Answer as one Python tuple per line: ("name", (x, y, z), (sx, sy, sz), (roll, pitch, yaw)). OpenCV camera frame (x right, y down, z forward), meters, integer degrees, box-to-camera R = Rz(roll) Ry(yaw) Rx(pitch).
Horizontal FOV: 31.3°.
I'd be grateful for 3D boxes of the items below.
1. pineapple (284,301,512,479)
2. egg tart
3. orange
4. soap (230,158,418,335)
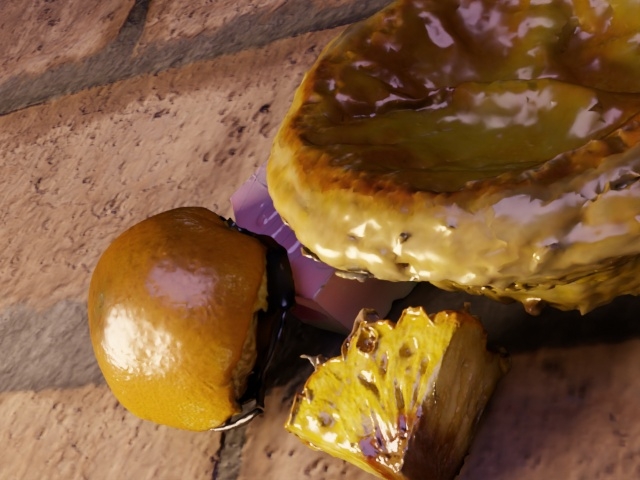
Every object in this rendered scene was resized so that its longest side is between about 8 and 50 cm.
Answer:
("pineapple", (0.044, 0.101, 0.655), (0.137, 0.069, 0.116), (-31, 45, 20))
("egg tart", (0.135, -0.061, 0.667), (0.341, 0.132, 0.341), (-15, 36, 12))
("orange", (-0.094, 0.048, 0.738), (0.170, 0.112, 0.160), (-37, 56, 32))
("soap", (0.000, 0.000, 0.778), (0.100, 0.056, 0.149), (-46, 41, -8))
